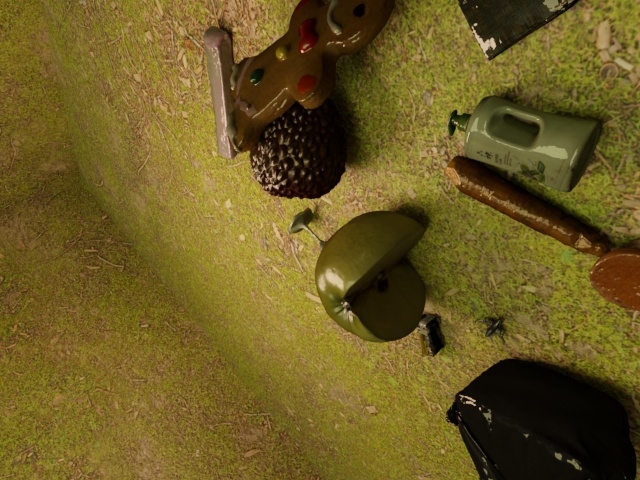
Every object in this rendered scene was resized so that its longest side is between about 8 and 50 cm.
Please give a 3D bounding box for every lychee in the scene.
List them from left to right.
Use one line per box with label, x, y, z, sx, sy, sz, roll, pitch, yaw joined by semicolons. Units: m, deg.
lychee;-0.049;-0.214;1.035;0.236;0.236;0.271;31;128;32

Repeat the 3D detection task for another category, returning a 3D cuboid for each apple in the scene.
apple;0.112;0.079;1.053;0.233;0.258;0.295;18;131;44

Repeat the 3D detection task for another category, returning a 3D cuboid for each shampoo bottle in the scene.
shampoo bottle;0.318;-0.172;0.744;0.234;0.087;0.118;30;140;33

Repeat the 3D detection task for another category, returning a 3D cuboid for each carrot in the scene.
carrot;0.365;-0.059;0.806;0.314;0.066;0.066;37;142;23

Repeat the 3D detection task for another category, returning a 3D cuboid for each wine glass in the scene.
wine glass;0.000;0.000;1.268;0.183;0.122;0.122;47;145;24

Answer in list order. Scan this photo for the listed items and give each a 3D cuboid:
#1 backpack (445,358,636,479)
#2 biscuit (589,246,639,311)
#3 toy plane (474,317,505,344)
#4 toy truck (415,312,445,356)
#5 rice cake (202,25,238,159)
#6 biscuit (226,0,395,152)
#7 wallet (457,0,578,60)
backpack;0.475;0.495;0.970;0.363;0.255;0.445;13;130;53
biscuit;0.575;0.063;0.647;0.324;0.049;0.205;-1;122;46
toy plane;0.390;0.198;1.011;0.079;0.031;0.083;40;143;22
toy truck;0.281;0.249;1.170;0.063;0.052;0.123;17;132;51
rice cake;-0.282;-0.408;1.307;0.070;0.064;0.398;28;137;27
biscuit;-0.047;-0.373;0.890;0.432;0.064;0.282;-23;58;36
wallet;0.239;-0.446;0.653;0.169;0.044;0.317;-24;98;57
